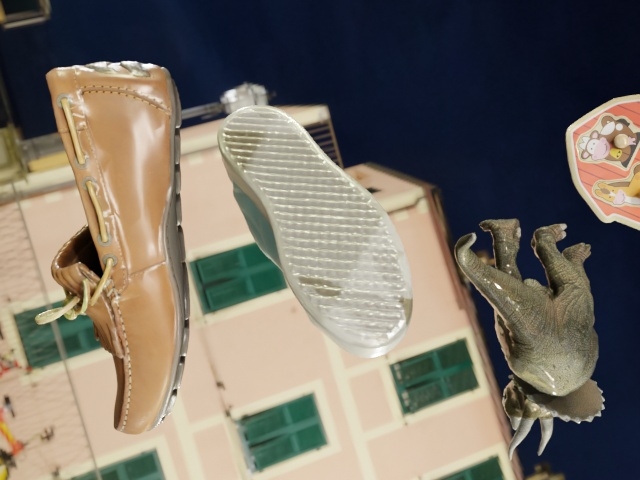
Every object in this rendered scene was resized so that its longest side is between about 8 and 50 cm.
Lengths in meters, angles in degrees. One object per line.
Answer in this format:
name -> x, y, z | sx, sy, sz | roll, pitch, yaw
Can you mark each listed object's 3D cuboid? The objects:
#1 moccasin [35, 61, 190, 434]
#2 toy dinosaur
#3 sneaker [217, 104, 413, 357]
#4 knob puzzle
moccasin -> -0.205, 0.020, 0.813 | 0.139, 0.147, 0.380 | -122, -150, -59
toy dinosaur -> 0.194, 0.072, 0.713 | 0.313, 0.121, 0.160 | 58, 20, -61
sneaker -> 0.000, 0.000, 0.965 | 0.150, 0.135, 0.366 | 75, -12, -54
knob puzzle -> 0.429, -0.113, 1.136 | 0.030, 0.213, 0.213 | -9, 82, -79
